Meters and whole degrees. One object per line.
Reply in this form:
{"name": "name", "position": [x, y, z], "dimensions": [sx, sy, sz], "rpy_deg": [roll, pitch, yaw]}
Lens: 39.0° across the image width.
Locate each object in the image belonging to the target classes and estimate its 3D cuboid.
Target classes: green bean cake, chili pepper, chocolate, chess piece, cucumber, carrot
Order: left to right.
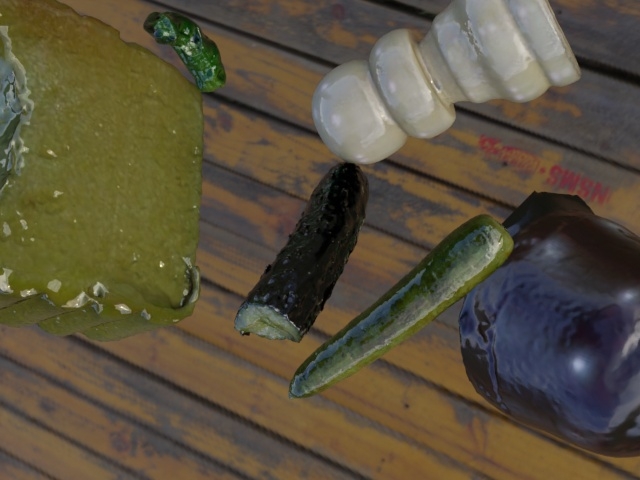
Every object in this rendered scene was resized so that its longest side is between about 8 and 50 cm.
{"name": "green bean cake", "position": [-0.211, -0.050, 0.690], "dimensions": [0.124, 0.233, 0.236], "rpy_deg": [-20, 60, 42]}
{"name": "chili pepper", "position": [-0.160, -0.233, 1.065], "dimensions": [0.050, 0.182, 0.073], "rpy_deg": [-19, 77, 12]}
{"name": "cucumber", "position": [0.000, 0.000, 1.004], "dimensions": [0.081, 0.303, 0.072], "rpy_deg": [1, 127, 25]}
{"name": "carrot", "position": [0.093, 0.095, 1.152], "dimensions": [0.358, 0.074, 0.074], "rpy_deg": [-40, 86, 12]}
{"name": "chess piece", "position": [0.127, -0.191, 1.036], "dimensions": [0.300, 0.167, 0.167], "rpy_deg": [-26, 92, 19]}
{"name": "chocolate", "position": [0.440, 0.138, 1.358], "dimensions": [0.331, 0.384, 0.383], "rpy_deg": [15, 113, 49]}
